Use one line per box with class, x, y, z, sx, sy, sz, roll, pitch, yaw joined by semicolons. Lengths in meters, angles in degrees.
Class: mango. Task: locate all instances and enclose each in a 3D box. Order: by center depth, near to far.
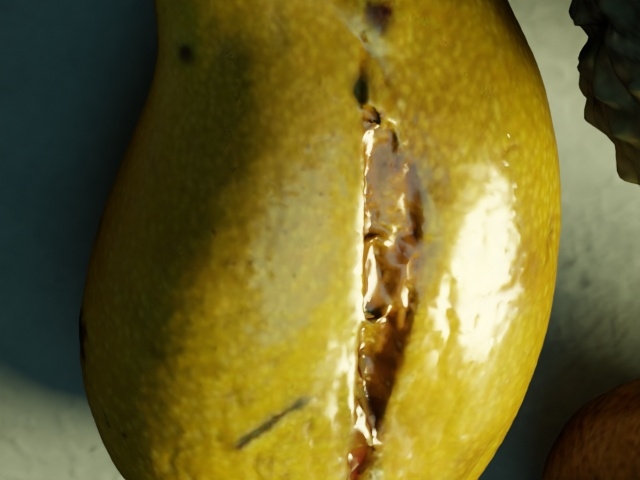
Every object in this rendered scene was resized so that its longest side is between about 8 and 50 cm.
mango;0.001;0.004;0.690;0.177;0.120;0.295;-4;126;-13

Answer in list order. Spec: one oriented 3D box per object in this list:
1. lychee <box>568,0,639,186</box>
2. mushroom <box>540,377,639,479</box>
lychee;0.211;-0.079;0.605;0.255;0.274;0.255;-29;156;-14
mushroom;0.228;0.157;0.823;0.254;0.267;0.267;-19;137;-44
